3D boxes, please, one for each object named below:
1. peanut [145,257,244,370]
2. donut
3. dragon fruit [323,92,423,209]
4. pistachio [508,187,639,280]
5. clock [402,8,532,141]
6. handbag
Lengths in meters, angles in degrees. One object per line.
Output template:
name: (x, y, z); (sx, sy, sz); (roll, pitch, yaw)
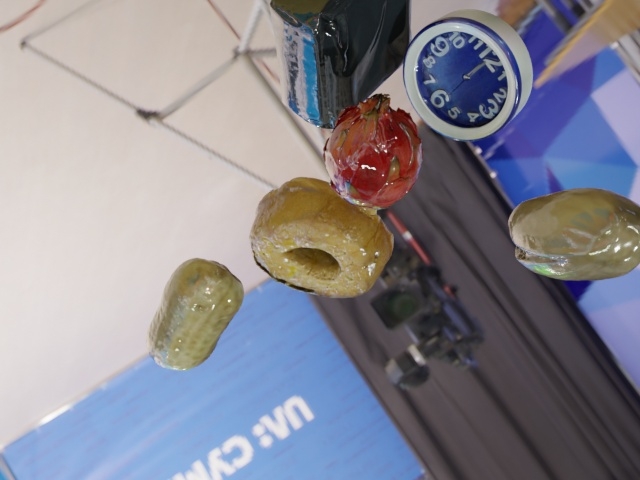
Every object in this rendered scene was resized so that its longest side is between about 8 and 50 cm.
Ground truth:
peanut: (-0.206, 0.125, 1.599); (0.137, 0.122, 0.253); (-76, -167, -58)
donut: (0.000, 0.000, 2.215); (0.317, 0.299, 0.150); (-20, -144, 40)
dragon fruit: (0.088, -0.144, 1.695); (0.172, 0.172, 0.210); (-30, 138, -19)
pistachio: (0.338, -0.010, 1.320); (0.135, 0.136, 0.226); (-27, -164, -30)
clock: (0.266, -0.298, 1.800); (0.083, 0.230, 0.230); (-37, 173, -47)
handbag: (0.035, -0.394, 1.817); (0.275, 0.178, 0.302); (-47, 156, -21)
